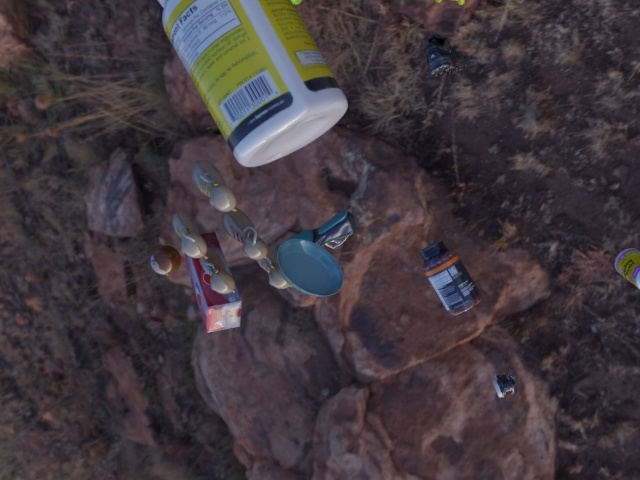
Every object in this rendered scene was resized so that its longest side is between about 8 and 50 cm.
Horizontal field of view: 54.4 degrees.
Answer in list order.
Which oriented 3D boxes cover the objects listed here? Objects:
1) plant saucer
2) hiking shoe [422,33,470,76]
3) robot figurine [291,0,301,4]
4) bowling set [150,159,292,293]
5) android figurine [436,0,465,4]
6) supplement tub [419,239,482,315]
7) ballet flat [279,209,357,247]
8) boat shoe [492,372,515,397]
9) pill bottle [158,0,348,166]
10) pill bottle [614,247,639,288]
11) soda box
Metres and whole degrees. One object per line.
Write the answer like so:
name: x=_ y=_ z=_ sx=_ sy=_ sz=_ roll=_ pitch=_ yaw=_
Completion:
plant saucer: x=-0.020 y=0.048 z=1.004 sx=0.119 sy=0.119 sz=0.021 roll=45 pitch=128 yaw=14
hiking shoe: x=0.353 y=-0.526 z=1.746 sx=0.086 sy=0.227 sz=0.114 roll=-19 pitch=94 yaw=30
robot figurine: x=-0.090 y=-0.660 z=1.643 sx=0.115 sy=0.067 sz=0.101 roll=11 pitch=119 yaw=20
bowling set: x=-0.187 y=0.026 z=1.087 sx=0.287 sy=0.200 sz=0.154 roll=54 pitch=175 yaw=-36
android figurine: x=0.353 y=-0.746 z=1.616 sx=0.248 sy=0.056 sz=0.272 roll=7 pitch=136 yaw=11
supplement tub: x=0.352 y=0.099 z=1.708 sx=0.106 sy=0.106 sz=0.197 roll=-31 pitch=89 yaw=43
ballet flat: x=0.000 y=0.000 z=1.482 sx=0.203 sy=0.074 sz=0.074 roll=-28 pitch=92 yaw=21
boat shoe: x=0.368 y=0.285 z=1.239 sx=0.038 sy=0.125 sz=0.046 roll=-23 pitch=73 yaw=14
pill bottle: x=-0.073 y=-0.186 z=0.587 sx=0.119 sy=0.119 sz=0.208 roll=-31 pitch=86 yaw=43
pill bottle: x=0.454 y=0.045 z=0.874 sx=0.044 sy=0.083 sz=0.043 roll=-2 pitch=112 yaw=-6
soda box: x=-0.267 y=0.095 z=1.519 sx=0.263 sy=0.084 sz=0.092 roll=-120 pitch=29 yaw=-44
